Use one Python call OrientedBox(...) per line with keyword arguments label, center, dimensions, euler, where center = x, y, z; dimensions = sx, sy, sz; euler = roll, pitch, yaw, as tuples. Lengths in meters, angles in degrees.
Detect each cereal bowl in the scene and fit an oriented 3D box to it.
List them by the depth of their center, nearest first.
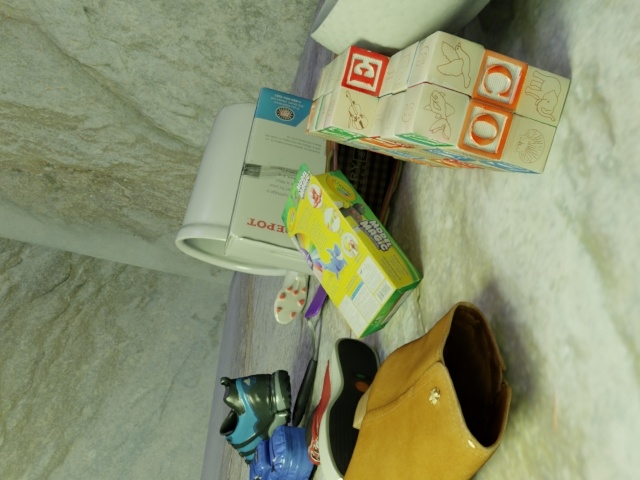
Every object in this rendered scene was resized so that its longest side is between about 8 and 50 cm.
OrientedBox(label="cereal bowl", center=(0.136, -0.339, 0.602), dimensions=(0.339, 0.141, 0.339), euler=(-54, 15, 22))

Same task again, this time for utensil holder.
OrientedBox(label="utensil holder", center=(-0.189, -0.132, 1.478), dimensions=(0.327, 0.328, 0.385), euler=(140, 143, -70))

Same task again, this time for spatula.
OrientedBox(label="spatula", center=(-0.018, 0.206, 1.039), dimensions=(0.084, 0.030, 0.296), euler=(143, 139, -65))

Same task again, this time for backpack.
OrientedBox(label="backpack", center=(-0.060, 0.373, 0.898), dimensions=(0.098, 0.101, 0.120), euler=(-117, 45, -61))

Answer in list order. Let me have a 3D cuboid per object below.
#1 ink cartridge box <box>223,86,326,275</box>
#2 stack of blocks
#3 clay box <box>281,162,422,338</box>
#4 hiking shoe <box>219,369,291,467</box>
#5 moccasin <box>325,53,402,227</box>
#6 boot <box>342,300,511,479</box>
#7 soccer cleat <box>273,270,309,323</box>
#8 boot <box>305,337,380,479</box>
OrientedBox(label="ink cartridge box", center=(-0.041, -0.103, 1.023), dimensions=(0.129, 0.223, 0.307), euler=(132, 149, -65))
OrientedBox(label="stack of blocks", center=(0.096, -0.140, 0.586), dimensions=(0.297, 0.171, 0.087), euler=(-139, 63, -75))
OrientedBox(label="clay box", center=(0.031, 0.007, 0.731), dimensions=(0.222, 0.053, 0.127), euler=(57, 143, 25))
OrientedBox(label="hiking shoe", center=(-0.127, 0.373, 1.045), dimensions=(0.113, 0.132, 0.303), euler=(-99, 12, -65))
OrientedBox(label="moccasin", center=(0.068, -0.167, 0.808), dimensions=(0.147, 0.139, 0.379), euler=(-151, 74, -76))
OrientedBox(label="boot", center=(0.079, 0.210, 0.447), dimensions=(0.211, 0.104, 0.295), euler=(118, 165, -49))
OrientedBox(label="soccer cleat", center=(-0.060, 0.105, 1.269), dimensions=(0.076, 0.068, 0.196), euler=(126, 162, -72))
OrientedBox(label="boot", center=(0.024, 0.263, 0.683), dimensions=(0.244, 0.089, 0.176), euler=(-85, 12, -66))
